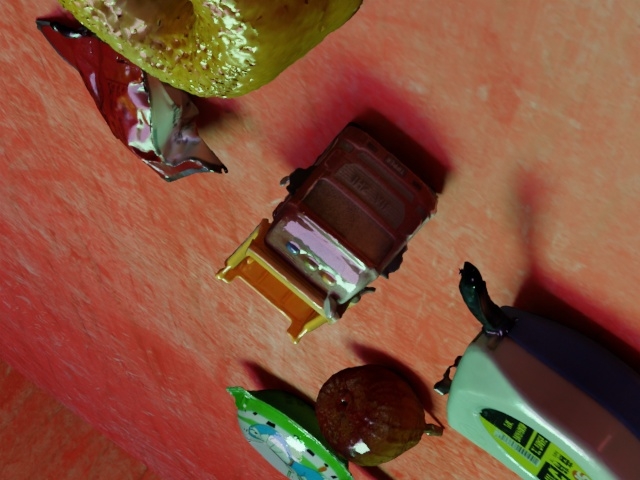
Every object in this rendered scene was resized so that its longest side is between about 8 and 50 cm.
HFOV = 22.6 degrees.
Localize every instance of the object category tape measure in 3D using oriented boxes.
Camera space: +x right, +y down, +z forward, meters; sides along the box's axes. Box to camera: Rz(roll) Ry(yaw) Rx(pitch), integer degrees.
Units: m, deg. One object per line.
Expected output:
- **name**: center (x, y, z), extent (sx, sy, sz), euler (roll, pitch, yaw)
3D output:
- **tape measure**: center (0.197, 0.119, 1.286), extent (0.215, 0.098, 0.351), euler (36, 166, 14)

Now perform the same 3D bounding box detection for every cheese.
- **cheese**: center (-0.002, 0.299, 2.177), extent (0.320, 0.083, 0.204), euler (43, 162, -13)

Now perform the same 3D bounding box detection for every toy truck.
- **toy truck**: center (0.000, 0.000, 1.318), extent (0.114, 0.135, 0.270), euler (39, 163, -3)

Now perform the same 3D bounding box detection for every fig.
- **fig**: center (0.076, 0.185, 1.751), extent (0.119, 0.153, 0.119), euler (172, 90, -69)

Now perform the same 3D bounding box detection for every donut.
- **donut**: center (-0.103, -0.201, 1.055), extent (0.277, 0.108, 0.277), euler (35, 162, 13)

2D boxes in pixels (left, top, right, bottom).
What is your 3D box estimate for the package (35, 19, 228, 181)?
- **package**: center (-0.175, -0.122, 1.481), extent (0.269, 0.071, 0.194), euler (15, 138, 59)
